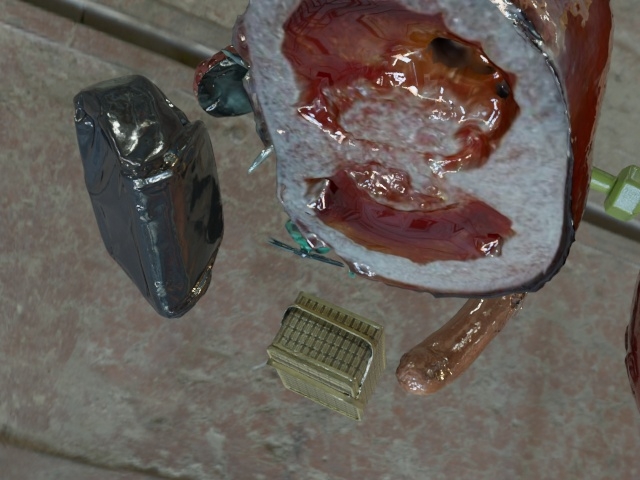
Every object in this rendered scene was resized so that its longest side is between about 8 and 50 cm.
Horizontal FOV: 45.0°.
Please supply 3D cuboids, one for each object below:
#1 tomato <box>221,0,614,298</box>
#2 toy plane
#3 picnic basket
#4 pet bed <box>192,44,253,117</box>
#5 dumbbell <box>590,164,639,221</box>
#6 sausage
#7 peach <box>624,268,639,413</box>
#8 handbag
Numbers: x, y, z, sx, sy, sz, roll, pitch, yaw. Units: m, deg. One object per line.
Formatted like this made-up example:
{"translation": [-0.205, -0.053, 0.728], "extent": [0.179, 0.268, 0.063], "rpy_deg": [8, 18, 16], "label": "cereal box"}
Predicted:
{"translation": [0.066, -0.087, 0.417], "extent": [0.181, 0.214, 0.155], "rpy_deg": [17, 53, 20], "label": "tomato"}
{"translation": [0.000, 0.000, 1.509], "extent": [0.096, 0.235, 0.060], "rpy_deg": [-57, 141, -19], "label": "toy plane"}
{"translation": [0.017, 0.280, 1.802], "extent": [0.228, 0.313, 0.175], "rpy_deg": [22, 67, 16], "label": "picnic basket"}
{"translation": [-0.176, -0.336, 1.644], "extent": [0.201, 0.201, 0.053], "rpy_deg": [-9, 58, -25], "label": "pet bed"}
{"translation": [0.574, -0.152, 1.709], "extent": [0.302, 0.108, 0.121], "rpy_deg": [27, 52, 14], "label": "dumbbell"}
{"translation": [0.195, 0.112, 1.008], "extent": [0.078, 0.078, 0.304], "rpy_deg": [51, 51, 0], "label": "sausage"}
{"translation": [0.349, 0.043, 0.414], "extent": [0.290, 0.373, 0.372], "rpy_deg": [3, 70, -46], "label": "peach"}
{"translation": [-0.228, -0.068, 1.144], "extent": [0.178, 0.301, 0.275], "rpy_deg": [-26, 43, -26], "label": "handbag"}
